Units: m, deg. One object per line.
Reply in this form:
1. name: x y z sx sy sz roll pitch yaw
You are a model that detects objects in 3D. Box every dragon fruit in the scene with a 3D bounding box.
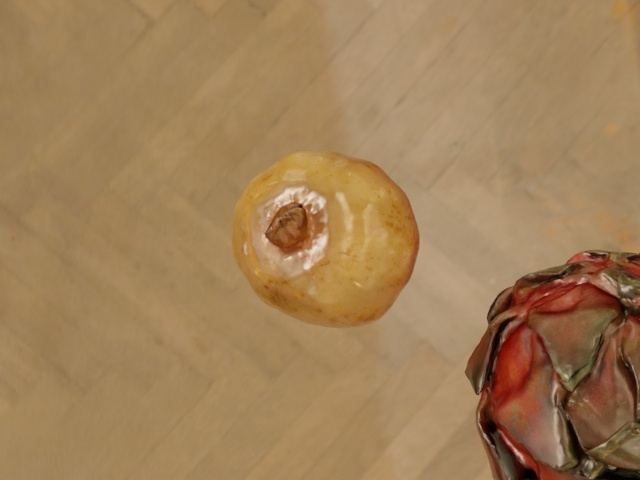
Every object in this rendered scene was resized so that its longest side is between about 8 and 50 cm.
1. dragon fruit: 0.176 0.091 0.828 0.182 0.188 0.182 1 94 11

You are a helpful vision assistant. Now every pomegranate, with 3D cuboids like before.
1. pomegranate: 0.006 0.002 1.480 0.207 0.207 0.207 3 74 -10
